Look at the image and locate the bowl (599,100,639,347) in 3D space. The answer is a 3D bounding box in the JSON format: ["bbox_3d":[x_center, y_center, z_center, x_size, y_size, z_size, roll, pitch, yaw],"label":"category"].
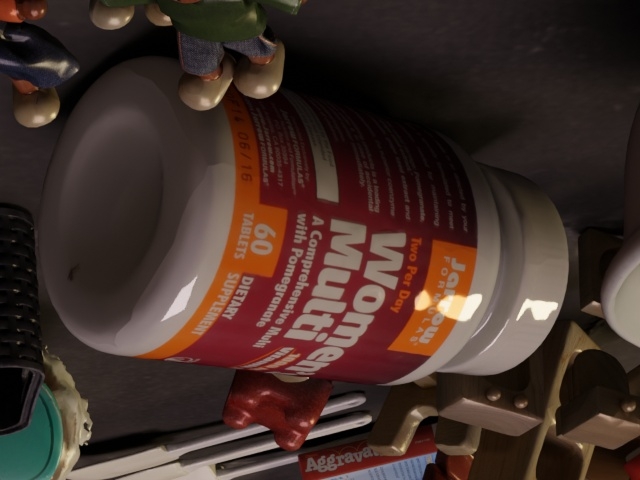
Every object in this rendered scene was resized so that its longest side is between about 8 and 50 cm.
[{"bbox_3d":[0.245,-0.059,0.597,0.298,0.134,0.298,-7,160,-3],"label":"bowl"}]

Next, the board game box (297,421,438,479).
[{"bbox_3d":[0.068,0.210,1.350,0.145,0.027,0.281,-12,160,2],"label":"board game box"}]

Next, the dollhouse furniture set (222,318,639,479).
[{"bbox_3d":[0.097,0.111,0.987,0.201,0.152,0.374,-8,141,46],"label":"dollhouse furniture set"}]

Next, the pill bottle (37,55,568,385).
[{"bbox_3d":[0.000,0.000,0.673,0.221,0.121,0.121,11,152,-40],"label":"pill bottle"}]

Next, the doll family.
[{"bbox_3d":[-0.100,-0.087,0.481,0.193,0.076,0.111,-8,164,7],"label":"doll family"}]

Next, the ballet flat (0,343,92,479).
[{"bbox_3d":[-0.336,0.118,0.855,0.409,0.147,0.147,-1,158,-16],"label":"ballet flat"}]

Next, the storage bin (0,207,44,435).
[{"bbox_3d":[-0.231,0.045,0.755,0.180,0.084,0.122,-2,158,-17],"label":"storage bin"}]

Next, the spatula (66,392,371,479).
[{"bbox_3d":[-0.063,0.165,1.221,0.242,0.019,0.168,-17,157,11],"label":"spatula"}]

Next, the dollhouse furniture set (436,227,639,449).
[{"bbox_3d":[0.157,0.022,0.798,0.151,0.144,0.123,18,145,-22],"label":"dollhouse furniture set"}]

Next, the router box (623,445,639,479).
[{"bbox_3d":[0.386,0.161,0.839,0.335,0.301,0.082,-26,165,-20],"label":"router box"}]
